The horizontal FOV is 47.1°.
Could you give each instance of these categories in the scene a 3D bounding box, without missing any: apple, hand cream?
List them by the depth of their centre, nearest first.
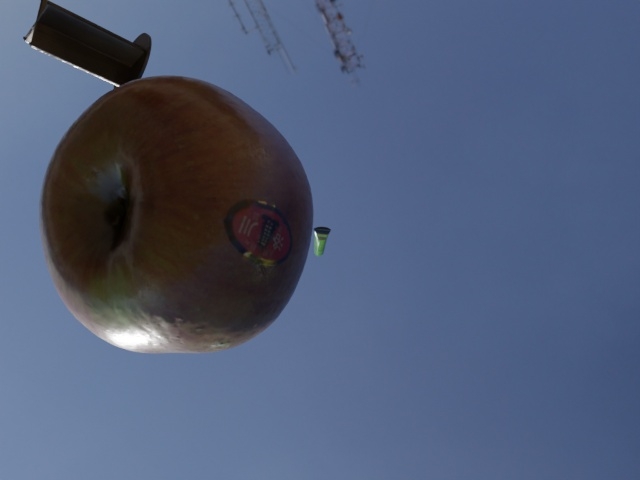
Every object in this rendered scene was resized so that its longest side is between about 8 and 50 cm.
[{"bbox_3d":[-0.197,-0.027,1.072,0.401,0.334,0.400,-4,-97,30],"label":"apple"},{"bbox_3d":[0.000,0.000,1.571,0.036,0.122,0.023,6,-115,-1],"label":"hand cream"}]

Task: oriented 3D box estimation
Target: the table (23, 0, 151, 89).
[{"bbox_3d":[-0.506,-0.420,1.583,0.167,0.227,0.167,-31,-131,42],"label":"table"}]
